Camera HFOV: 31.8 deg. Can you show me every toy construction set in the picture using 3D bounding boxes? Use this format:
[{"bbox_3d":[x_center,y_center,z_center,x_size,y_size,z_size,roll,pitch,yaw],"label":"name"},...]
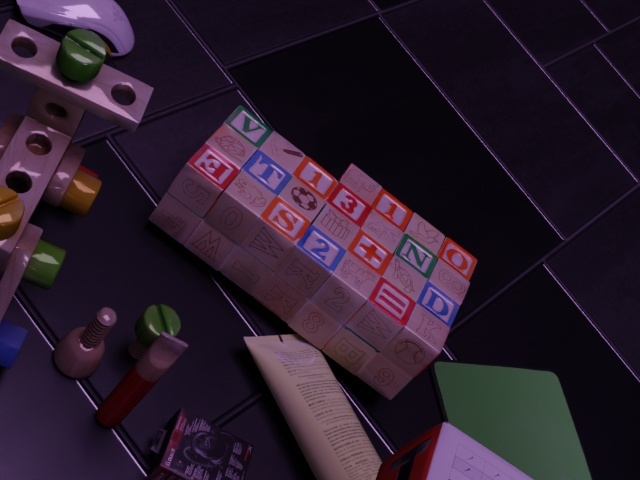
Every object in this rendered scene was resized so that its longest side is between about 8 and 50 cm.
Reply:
[{"bbox_3d":[-0.210,-0.022,0.892,0.309,0.237,0.257,47,43,2],"label":"toy construction set"}]

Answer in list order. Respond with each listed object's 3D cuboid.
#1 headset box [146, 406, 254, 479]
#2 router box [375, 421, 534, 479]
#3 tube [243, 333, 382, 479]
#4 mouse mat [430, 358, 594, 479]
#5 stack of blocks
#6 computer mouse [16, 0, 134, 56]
[{"bbox_3d":[-0.105,0.187,0.958,0.083,0.032,0.062,30,45,-14],"label":"headset box"},{"bbox_3d":[0.152,0.325,0.698,0.335,0.082,0.301,35,44,-9],"label":"router box"},{"bbox_3d":[0.013,0.185,1.034,0.062,0.070,0.240,-27,66,-6],"label":"tube"},{"bbox_3d":[0.206,0.199,1.198,0.190,0.007,0.152,9,53,-33],"label":"mouse mat"},{"bbox_3d":[0.000,0.000,1.127,0.297,0.087,0.171,37,37,-4],"label":"stack of blocks"},{"bbox_3d":[-0.276,-0.252,1.160,0.193,0.042,0.106,19,48,-24],"label":"computer mouse"}]
